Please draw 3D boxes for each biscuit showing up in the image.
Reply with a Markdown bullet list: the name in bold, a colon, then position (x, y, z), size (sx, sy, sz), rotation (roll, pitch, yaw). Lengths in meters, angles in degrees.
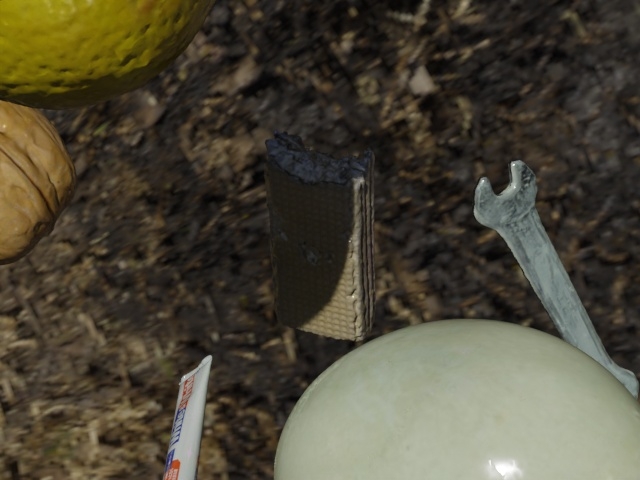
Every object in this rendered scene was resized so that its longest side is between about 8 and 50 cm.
- **biscuit**: position (0.000, 0.000, 1.637), size (0.108, 0.239, 0.062), rotation (12, 40, 18)

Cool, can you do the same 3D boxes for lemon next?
- **lemon**: position (-0.192, -0.217, 1.060), size (0.267, 0.267, 0.267), rotation (5, 78, -25)

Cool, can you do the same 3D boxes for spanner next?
- **spanner**: position (0.215, 0.053, 1.432), size (0.071, 0.017, 0.302), rotation (-40, 119, -16)

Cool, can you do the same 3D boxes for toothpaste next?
- **toothpaste**: position (-0.134, 0.197, 1.575), size (0.033, 0.052, 0.218), rotation (38, 28, -22)

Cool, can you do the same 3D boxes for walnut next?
- **walnut**: position (-0.336, -0.074, 1.541), size (0.165, 0.165, 0.197), rotation (-45, 104, -26)

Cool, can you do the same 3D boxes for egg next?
- **egg**: position (0.084, 0.139, 0.926), size (0.186, 0.253, 0.187), rotation (14, 70, -45)
